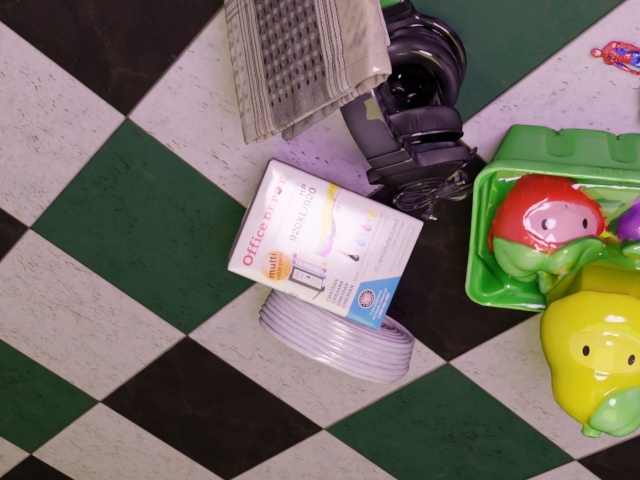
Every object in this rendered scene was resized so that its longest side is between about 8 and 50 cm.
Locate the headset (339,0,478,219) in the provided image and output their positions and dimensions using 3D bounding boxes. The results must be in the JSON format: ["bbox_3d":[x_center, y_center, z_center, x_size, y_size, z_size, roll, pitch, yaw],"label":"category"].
[{"bbox_3d":[0.097,-0.156,1.112,0.185,0.244,0.394,-14,146,28],"label":"headset"}]

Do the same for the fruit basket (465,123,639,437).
[{"bbox_3d":[0.371,0.044,1.118,0.391,0.392,0.283,6,133,11],"label":"fruit basket"}]

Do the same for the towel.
[{"bbox_3d":[-0.027,-0.283,0.942,0.056,0.324,0.312,-6,176,-30],"label":"towel"}]

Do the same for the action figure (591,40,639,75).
[{"bbox_3d":[0.398,-0.228,1.092,0.115,0.030,0.038,11,139,9],"label":"action figure"}]

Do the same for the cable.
[{"bbox_3d":[0.028,0.144,1.395,0.257,0.257,0.089,25,94,0],"label":"cable"}]

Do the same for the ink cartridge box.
[{"bbox_3d":[0.000,0.000,1.272,0.232,0.168,0.171,22,93,-6],"label":"ink cartridge box"}]
